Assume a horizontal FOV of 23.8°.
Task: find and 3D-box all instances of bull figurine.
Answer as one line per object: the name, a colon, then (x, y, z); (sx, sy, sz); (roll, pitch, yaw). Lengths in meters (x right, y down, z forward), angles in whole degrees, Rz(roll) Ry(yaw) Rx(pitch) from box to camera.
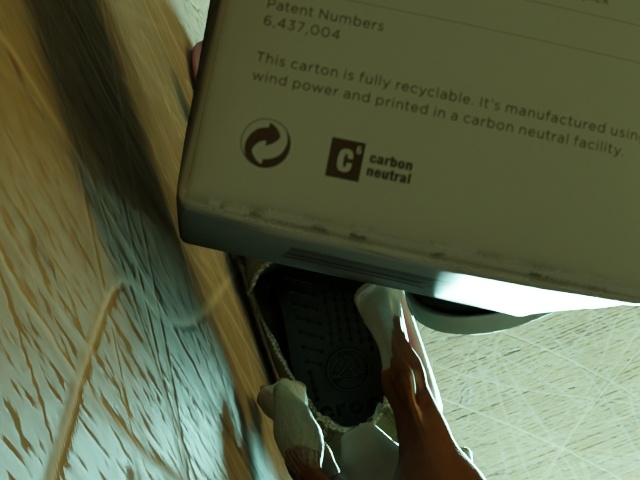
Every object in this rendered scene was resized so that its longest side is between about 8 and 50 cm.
bull figurine: (0.053, 0.161, 0.680); (0.310, 0.101, 0.188); (72, -4, -54)

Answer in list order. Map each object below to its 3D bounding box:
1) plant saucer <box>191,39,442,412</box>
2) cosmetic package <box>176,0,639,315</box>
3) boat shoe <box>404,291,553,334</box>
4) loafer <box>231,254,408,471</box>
plant saucer: (0.005, 0.012, 1.029); (0.332, 0.084, 0.332); (-19, 90, -88)
cosmetic package: (0.054, -0.167, 0.541); (0.197, 0.155, 0.366); (150, -48, -85)
boat shoe: (0.081, -0.026, 0.873); (0.302, 0.114, 0.091); (-135, -156, -75)
loafer: (0.000, 0.000, 0.801); (0.087, 0.094, 0.251); (82, -10, -77)
